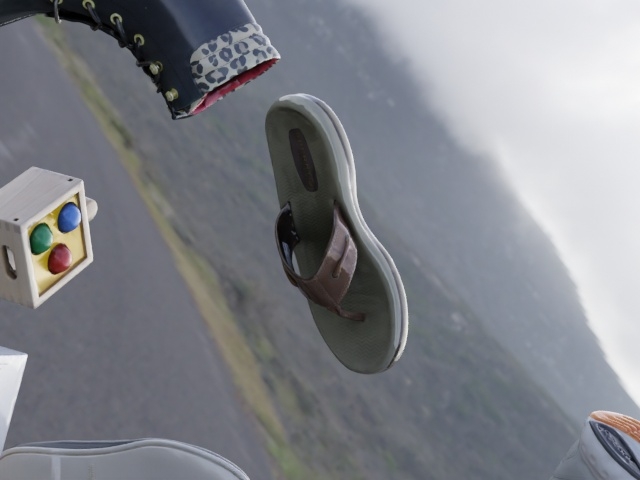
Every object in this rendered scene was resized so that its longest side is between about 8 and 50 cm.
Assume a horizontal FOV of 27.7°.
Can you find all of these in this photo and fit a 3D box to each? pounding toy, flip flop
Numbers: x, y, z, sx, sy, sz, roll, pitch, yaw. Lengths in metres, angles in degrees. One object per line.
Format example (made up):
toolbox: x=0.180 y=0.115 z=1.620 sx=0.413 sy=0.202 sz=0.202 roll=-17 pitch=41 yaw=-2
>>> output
pounding toy: x=-0.343 y=0.000 z=1.706 sx=0.094 sy=0.206 sz=0.181 roll=15 pitch=-54 yaw=24
flip flop: x=0.000 y=0.000 z=1.223 sx=0.112 sy=0.080 sz=0.277 roll=-7 pitch=-76 yaw=40

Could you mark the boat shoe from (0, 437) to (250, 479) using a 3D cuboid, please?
boat shoe: x=-0.237 y=0.295 z=1.593 sx=0.095 sy=0.335 sz=0.112 roll=36 pitch=57 yaw=-79

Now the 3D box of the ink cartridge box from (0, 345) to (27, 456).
ink cartridge box: x=-0.463 y=0.217 z=1.446 sx=0.171 sy=0.232 sz=0.168 roll=14 pitch=-1 yaw=15

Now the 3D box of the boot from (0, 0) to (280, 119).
boot: x=-0.166 y=-0.171 z=1.035 sx=0.178 sy=0.236 sz=0.085 roll=61 pitch=-10 yaw=1

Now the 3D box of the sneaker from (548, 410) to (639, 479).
sneaker: x=0.303 y=0.287 z=1.175 sx=0.099 sy=0.121 sz=0.262 roll=0 pitch=45 yaw=-38
